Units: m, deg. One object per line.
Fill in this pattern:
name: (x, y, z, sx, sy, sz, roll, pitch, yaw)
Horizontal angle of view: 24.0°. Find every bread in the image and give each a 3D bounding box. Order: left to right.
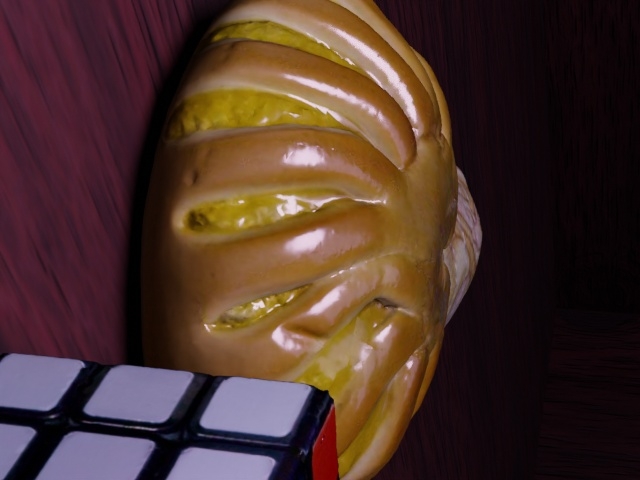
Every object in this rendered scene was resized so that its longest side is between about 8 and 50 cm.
bread: (0.000, 0.000, 0.928, 0.333, 0.160, 0.333, 3, 90, -75)

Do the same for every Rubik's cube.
Rubik's cube: (-0.084, 0.159, 0.623, 0.163, 0.160, 0.162, -62, 153, -58)

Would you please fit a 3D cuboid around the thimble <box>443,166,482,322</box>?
thimble: (0.046, 0.027, 1.174, 0.143, 0.137, 0.191, -38, 142, -71)
